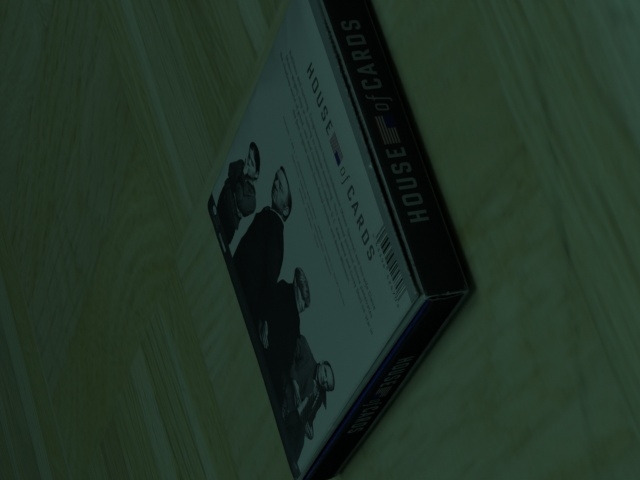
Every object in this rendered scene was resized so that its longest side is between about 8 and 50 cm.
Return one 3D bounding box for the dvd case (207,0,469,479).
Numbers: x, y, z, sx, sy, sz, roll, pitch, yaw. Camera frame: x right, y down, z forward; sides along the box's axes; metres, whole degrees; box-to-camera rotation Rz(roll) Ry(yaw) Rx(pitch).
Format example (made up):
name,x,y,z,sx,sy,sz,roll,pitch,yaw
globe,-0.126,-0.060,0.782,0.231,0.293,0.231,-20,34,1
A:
name,x,y,z,sx,sy,sz,roll,pitch,yaw
dvd case,0.000,0.000,0.912,0.238,0.029,0.179,119,137,-59
